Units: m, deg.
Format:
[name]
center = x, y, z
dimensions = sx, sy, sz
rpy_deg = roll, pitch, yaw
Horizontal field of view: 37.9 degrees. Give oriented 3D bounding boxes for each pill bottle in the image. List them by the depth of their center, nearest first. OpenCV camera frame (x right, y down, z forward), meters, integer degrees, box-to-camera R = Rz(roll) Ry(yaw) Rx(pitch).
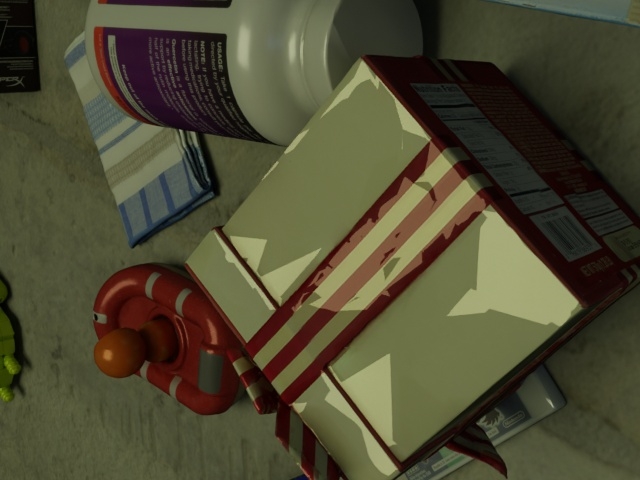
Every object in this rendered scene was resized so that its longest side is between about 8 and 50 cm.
[pill bottle]
center = -0.067, -0.185, 0.882
dimensions = 0.323, 0.182, 0.181
rpy_deg = 15, 109, 42

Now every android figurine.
[android figurine]
center = -0.576, 0.153, 1.557
dimensions = 0.273, 0.056, 0.248
rpy_deg = 41, 125, 32

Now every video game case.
[video game case]
center = 0.109, 0.119, 0.884
dimensions = 0.201, 0.023, 0.183
rpy_deg = -45, 67, 41

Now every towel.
[towel]
center = -0.233, -0.153, 1.162
dimensions = 0.209, 0.034, 0.284
rpy_deg = -27, 80, 46

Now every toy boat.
[toy boat]
center = -0.199, 0.120, 1.102
dimensions = 0.231, 0.151, 0.150
rpy_deg = 22, 113, 40

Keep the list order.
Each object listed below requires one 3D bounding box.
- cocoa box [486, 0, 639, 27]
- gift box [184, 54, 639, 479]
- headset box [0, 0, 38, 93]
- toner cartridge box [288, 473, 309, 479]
[cocoa box]
center = 0.064, -0.286, 0.601
dimensions = 0.347, 0.231, 0.227
rpy_deg = 13, 113, 12
[gift box]
center = 0.081, 0.042, 0.705
dimensions = 0.258, 0.255, 0.276
rpy_deg = -47, 67, 30
[headset box]
center = -0.518, -0.361, 1.346
dimensions = 0.218, 0.110, 0.293
rpy_deg = 9, 105, 43
[toner cartridge box]
center = -0.146, 0.386, 1.098
dimensions = 0.348, 0.165, 0.075
rpy_deg = -42, 68, 41
